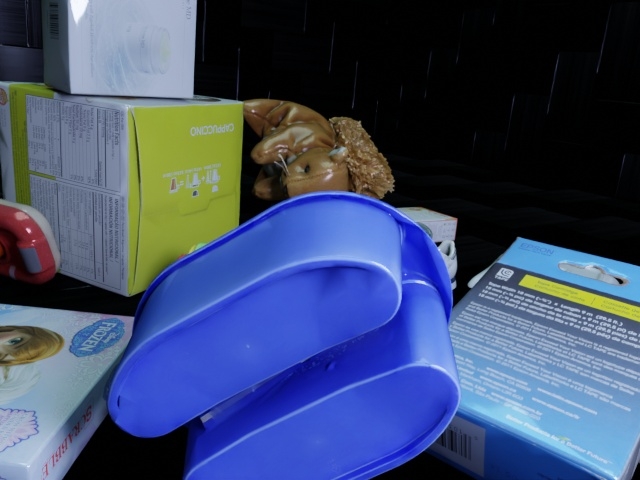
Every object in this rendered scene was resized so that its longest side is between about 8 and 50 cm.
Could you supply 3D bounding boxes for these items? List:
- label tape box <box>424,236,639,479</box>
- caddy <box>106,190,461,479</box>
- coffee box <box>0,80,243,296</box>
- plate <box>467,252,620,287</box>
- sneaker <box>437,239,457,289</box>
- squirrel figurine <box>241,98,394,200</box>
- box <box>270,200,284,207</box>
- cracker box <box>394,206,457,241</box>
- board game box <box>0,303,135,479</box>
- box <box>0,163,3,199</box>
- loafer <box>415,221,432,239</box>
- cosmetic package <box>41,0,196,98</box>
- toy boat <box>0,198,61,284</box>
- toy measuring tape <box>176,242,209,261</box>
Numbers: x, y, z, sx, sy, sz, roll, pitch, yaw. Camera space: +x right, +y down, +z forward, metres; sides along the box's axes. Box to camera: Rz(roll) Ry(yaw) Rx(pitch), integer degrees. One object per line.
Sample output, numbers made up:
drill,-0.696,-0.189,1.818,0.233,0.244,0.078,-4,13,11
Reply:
label tape box,0.274,0.143,0.688,0.240,0.106,0.333,18,40,37
caddy,-0.031,0.102,0.561,0.341,0.241,0.179,-28,19,10
coffee box,-0.383,-0.127,1.161,0.334,0.339,0.337,14,19,24
plate,0.493,0.082,1.255,0.277,0.045,0.277,14,19,29
sneaker,0.186,0.061,1.139,0.090,0.095,0.235,22,26,39
squirrel figurine,0.013,-0.208,1.515,0.396,0.281,0.370,-8,24,-22
box,-0.056,-0.063,1.578,0.159,0.044,0.233,3,16,-6
cracker box,0.226,-0.040,1.550,0.232,0.067,0.155,-3,17,-30
board game box,-0.398,0.162,0.648,0.317,0.066,0.319,5,16,0
box,-0.695,-0.136,1.233,0.295,0.293,0.073,-14,63,-52
loafer,0.119,0.036,1.255,0.267,0.084,0.096,-14,48,-15
cosmetic package,-0.343,-0.369,1.000,0.224,0.224,0.138,-10,24,-41
toy boat,-0.577,0.017,0.989,0.230,0.151,0.151,11,36,21
toy measuring tape,-0.194,0.078,0.923,0.121,0.122,0.330,6,16,2
